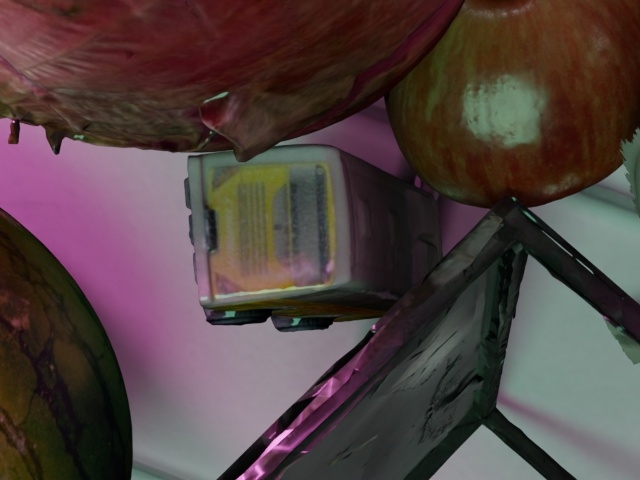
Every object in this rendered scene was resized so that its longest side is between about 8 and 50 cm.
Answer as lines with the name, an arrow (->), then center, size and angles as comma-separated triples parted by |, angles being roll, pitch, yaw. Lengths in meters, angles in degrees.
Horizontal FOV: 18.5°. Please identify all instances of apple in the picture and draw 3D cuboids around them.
apple -> 0.102, -0.090, 1.001 | 0.146, 0.146, 0.131 | 4, 128, 22

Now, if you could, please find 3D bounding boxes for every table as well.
table -> 0.119, 0.195, 1.054 | 0.272, 0.222, 0.335 | 42, 166, 16

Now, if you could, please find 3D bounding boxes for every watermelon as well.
watermelon -> -0.293, 0.121, 1.246 | 0.363, 0.363, 0.363 | 13, 134, 14

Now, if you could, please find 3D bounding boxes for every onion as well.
onion -> -0.093, -0.182, 0.880 | 0.354, 0.353, 0.353 | 13, 134, 14

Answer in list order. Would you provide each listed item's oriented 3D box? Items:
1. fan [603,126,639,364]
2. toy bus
fan -> 0.202, 0.053, 0.987 | 0.233, 0.012, 0.414 | 57, 173, 2
toy bus -> 0.000, 0.000, 1.064 | 0.106, 0.268, 0.092 | -6, 84, 14
